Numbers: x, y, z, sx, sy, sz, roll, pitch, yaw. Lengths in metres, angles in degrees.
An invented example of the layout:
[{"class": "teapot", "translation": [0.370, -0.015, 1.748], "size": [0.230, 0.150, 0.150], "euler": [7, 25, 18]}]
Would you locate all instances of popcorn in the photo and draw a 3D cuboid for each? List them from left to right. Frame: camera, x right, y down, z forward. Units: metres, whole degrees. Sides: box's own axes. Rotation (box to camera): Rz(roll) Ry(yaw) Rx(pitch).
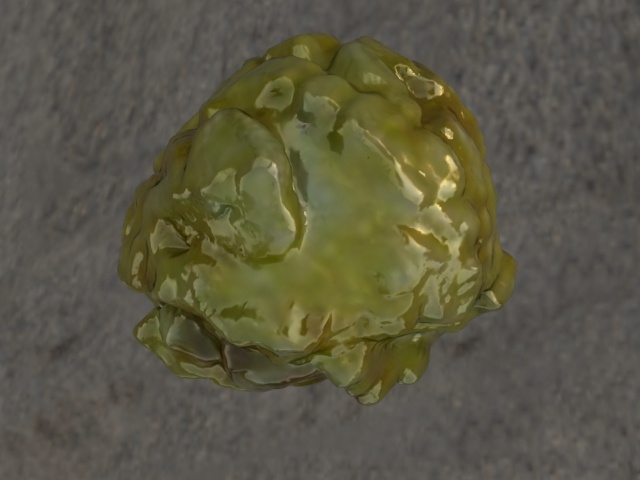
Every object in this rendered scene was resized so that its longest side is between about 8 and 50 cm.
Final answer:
[{"class": "popcorn", "translation": [0.000, 0.000, 0.453], "size": [0.106, 0.116, 0.120], "euler": [38, 120, -14]}]
